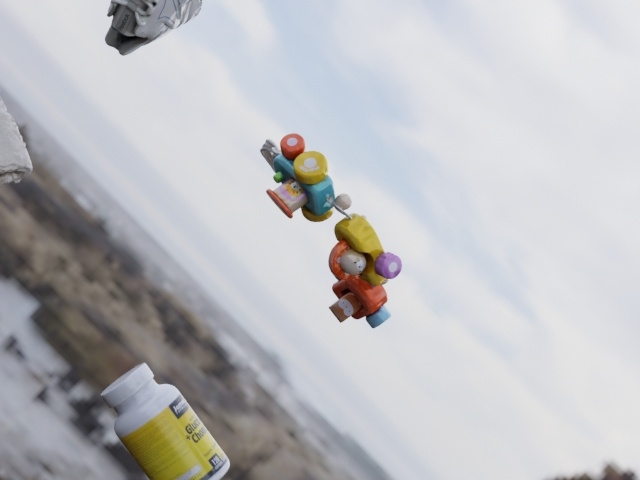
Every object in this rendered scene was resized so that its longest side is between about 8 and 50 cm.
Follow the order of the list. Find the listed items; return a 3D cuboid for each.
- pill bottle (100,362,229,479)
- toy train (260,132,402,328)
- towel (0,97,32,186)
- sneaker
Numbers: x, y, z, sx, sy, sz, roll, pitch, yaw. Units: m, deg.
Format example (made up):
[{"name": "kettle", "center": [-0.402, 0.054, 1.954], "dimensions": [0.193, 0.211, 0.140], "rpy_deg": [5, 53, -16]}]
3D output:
[{"name": "pill bottle", "center": [-0.213, 0.260, 2.427], "dimensions": [0.184, 0.103, 0.103], "rpy_deg": [54, -5, -6]}, {"name": "toy train", "center": [0.000, 0.000, 1.339], "dimensions": [0.166, 0.046, 0.125], "rpy_deg": [55, -19, -6]}, {"name": "towel", "center": [-0.458, -0.105, 1.878], "dimensions": [0.049, 0.282, 0.187], "rpy_deg": [103, -33, -48]}, {"name": "sneaker", "center": [-0.206, -0.321, 2.285], "dimensions": [0.111, 0.129, 0.297], "rpy_deg": [40, -22, 7]}]
